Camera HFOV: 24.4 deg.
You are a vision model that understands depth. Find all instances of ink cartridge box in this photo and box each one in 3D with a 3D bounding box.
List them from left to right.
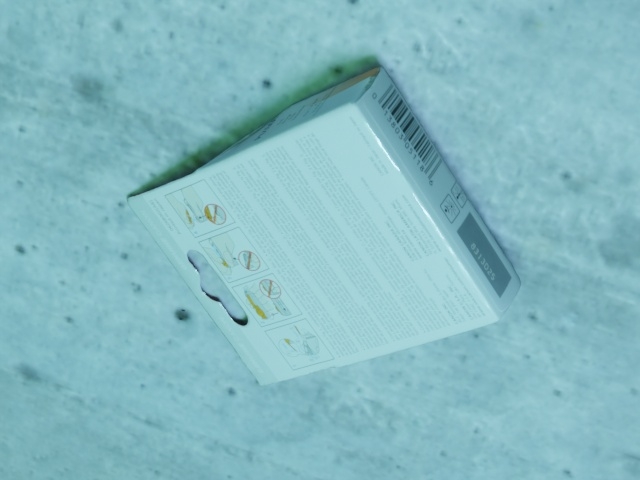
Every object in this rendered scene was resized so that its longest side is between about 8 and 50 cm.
[{"bbox_3d":[0.000,0.000,0.813,0.179,0.045,0.145,-18,114,42],"label":"ink cartridge box"}]
